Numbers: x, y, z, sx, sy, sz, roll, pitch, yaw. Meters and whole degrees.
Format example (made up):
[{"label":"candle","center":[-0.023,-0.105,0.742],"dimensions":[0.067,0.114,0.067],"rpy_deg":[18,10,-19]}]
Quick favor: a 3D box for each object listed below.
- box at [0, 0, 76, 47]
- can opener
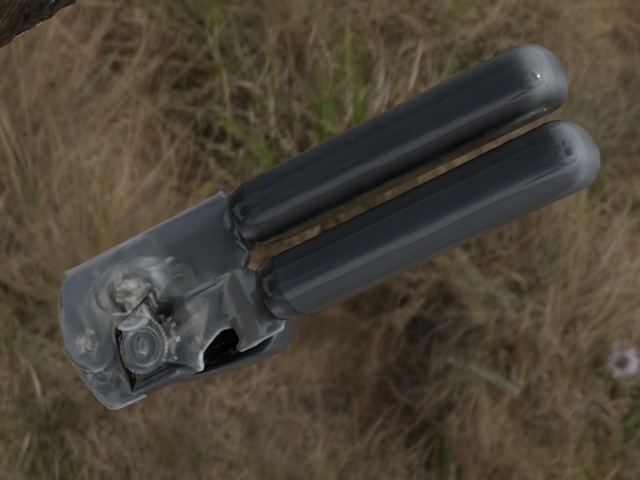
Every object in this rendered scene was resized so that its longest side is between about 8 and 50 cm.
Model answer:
[{"label":"box","center":[-0.113,-0.219,0.712],"dimensions":[0.079,0.322,0.257],"rpy_deg":[38,27,-4]},{"label":"can opener","center":[0.000,0.000,0.737],"dimensions":[0.283,0.095,0.076],"rpy_deg":[-25,77,19]}]
